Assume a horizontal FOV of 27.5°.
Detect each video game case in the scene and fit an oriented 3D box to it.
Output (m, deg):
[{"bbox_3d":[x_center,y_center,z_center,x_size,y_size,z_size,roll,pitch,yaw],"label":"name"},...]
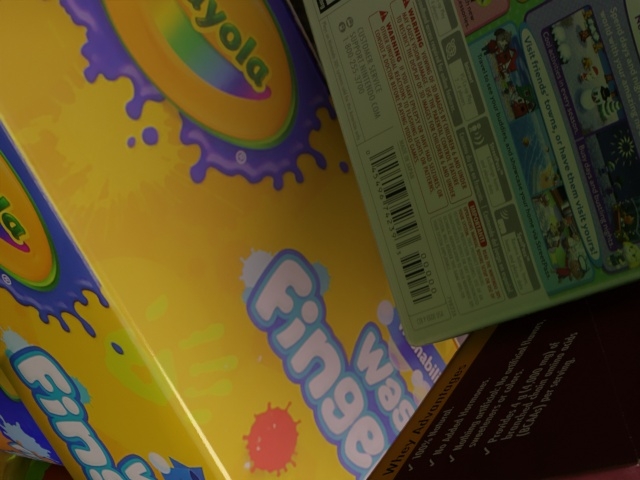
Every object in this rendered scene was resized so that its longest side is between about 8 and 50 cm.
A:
[{"bbox_3d":[0.068,-0.082,0.476,0.193,0.023,0.212,-25,79,51],"label":"video game case"}]

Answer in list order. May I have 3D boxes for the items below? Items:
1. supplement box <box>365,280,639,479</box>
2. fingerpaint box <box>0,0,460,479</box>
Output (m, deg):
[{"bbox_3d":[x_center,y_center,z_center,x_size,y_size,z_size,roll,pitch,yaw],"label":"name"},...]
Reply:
[{"bbox_3d":[0.149,0.067,0.471,0.129,0.191,0.194,50,143,-12],"label":"supplement box"},{"bbox_3d":[-0.121,0.051,0.707,0.371,0.163,0.445,-1,124,48],"label":"fingerpaint box"}]
